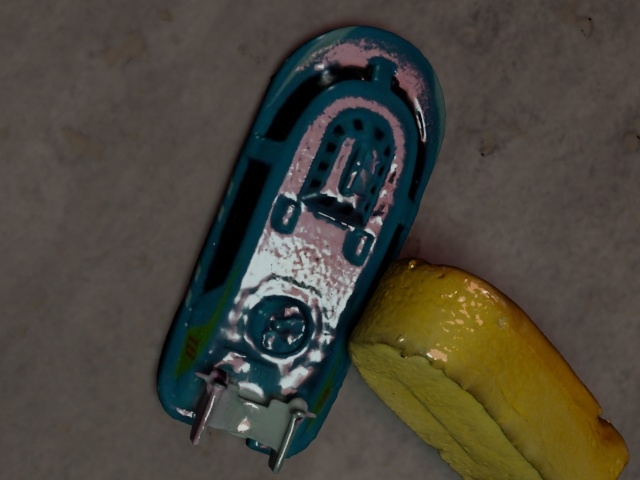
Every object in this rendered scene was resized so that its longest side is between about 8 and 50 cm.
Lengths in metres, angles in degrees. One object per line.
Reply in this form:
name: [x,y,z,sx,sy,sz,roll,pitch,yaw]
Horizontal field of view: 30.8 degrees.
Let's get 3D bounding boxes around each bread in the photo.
bread: [0.119,0.105,0.785,0.245,0.102,0.094,47,65,-28]

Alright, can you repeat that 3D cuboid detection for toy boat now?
toy boat: [0.000,0.000,0.770,0.134,0.092,0.299,22,89,-14]
